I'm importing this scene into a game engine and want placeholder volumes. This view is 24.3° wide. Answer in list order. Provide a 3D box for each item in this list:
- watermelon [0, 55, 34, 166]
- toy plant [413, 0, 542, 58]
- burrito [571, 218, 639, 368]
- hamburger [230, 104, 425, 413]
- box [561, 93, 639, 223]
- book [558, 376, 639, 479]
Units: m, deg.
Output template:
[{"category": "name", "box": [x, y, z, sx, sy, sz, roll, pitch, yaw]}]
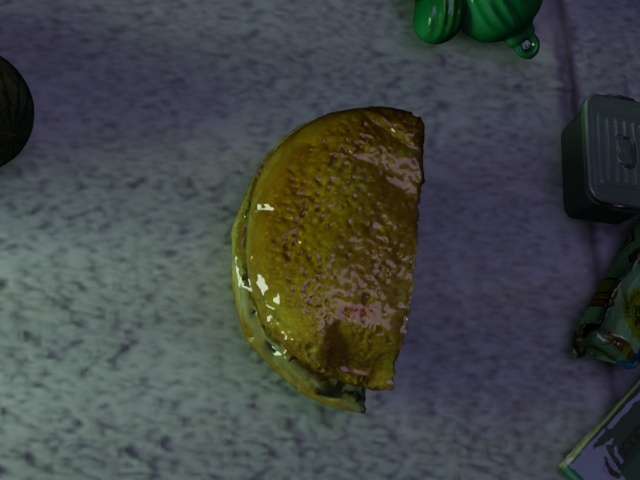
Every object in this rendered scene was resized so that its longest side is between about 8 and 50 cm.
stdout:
[{"category": "watermelon", "box": [-0.303, -0.117, 1.252, 0.105, 0.105, 0.133, -33, 56, -26]}, {"category": "toy plant", "box": [0.142, -0.255, 1.453, 0.143, 0.105, 0.200, -33, 96, -18]}, {"category": "burrito", "box": [0.344, 0.022, 1.445, 0.104, 0.054, 0.288, 37, 64, -3]}, {"category": "hamburger", "box": [0.000, 0.000, 1.290, 0.156, 0.144, 0.283, 8, 67, -5]}, {"category": "box", "box": [0.281, -0.075, 1.451, 0.084, 0.069, 0.122, 8, 69, -18]}, {"category": "book", "box": [0.434, 0.255, 1.392, 0.379, 0.031, 0.264, 45, 70, 0]}]
